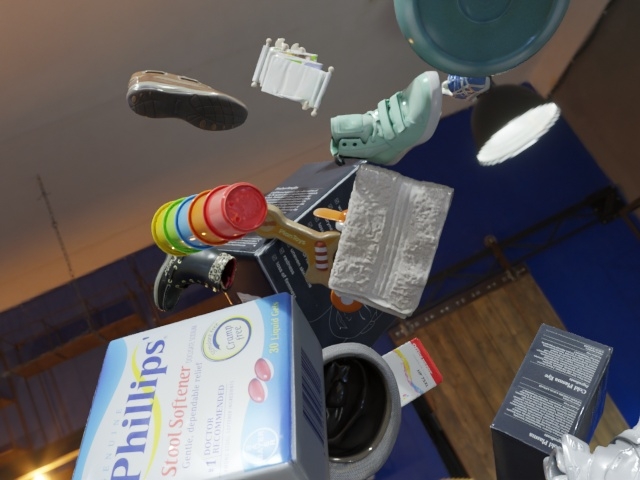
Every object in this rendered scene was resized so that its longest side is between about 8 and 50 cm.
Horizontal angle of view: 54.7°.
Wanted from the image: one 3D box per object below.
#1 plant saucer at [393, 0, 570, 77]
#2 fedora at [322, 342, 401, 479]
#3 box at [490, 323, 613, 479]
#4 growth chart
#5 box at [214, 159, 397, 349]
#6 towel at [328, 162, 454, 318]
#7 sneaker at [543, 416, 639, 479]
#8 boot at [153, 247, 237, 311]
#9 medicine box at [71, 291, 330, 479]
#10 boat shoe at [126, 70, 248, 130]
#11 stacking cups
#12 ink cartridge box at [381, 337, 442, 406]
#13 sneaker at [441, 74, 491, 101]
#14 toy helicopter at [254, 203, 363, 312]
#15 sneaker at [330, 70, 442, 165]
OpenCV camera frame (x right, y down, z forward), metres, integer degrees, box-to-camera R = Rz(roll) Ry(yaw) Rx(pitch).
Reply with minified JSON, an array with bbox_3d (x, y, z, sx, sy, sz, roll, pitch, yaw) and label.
[{"bbox_3d":[0.289,-0.440,1.094,0.317,0.317,0.044,-36,21,23],"label":"plant saucer"},{"bbox_3d":[0.039,0.347,1.292,0.243,0.276,0.124,5,-4,-11],"label":"fedora"},{"bbox_3d":[0.575,0.443,1.540,0.312,0.178,0.343,-53,-37,-27],"label":"box"},{"bbox_3d":[-0.080,-0.467,1.739,0.172,0.237,0.021,-64,-15,-1],"label":"growth chart"},{"bbox_3d":[-0.008,0.086,1.811,0.297,0.480,0.471,4,37,49],"label":"box"},{"bbox_3d":[0.127,0.006,1.177,0.049,0.187,0.282,-46,-29,-62],"label":"towel"},{"bbox_3d":[0.592,0.439,1.260,0.366,0.210,0.137,-46,-25,-38],"label":"sneaker"},{"bbox_3d":[-0.322,0.104,1.582,0.085,0.178,0.237,-4,-62,-63],"label":"boot"},{"bbox_3d":[-0.145,0.241,0.815,0.289,0.264,0.149,-16,-50,10],"label":"medicine box"},{"bbox_3d":[-0.343,-0.379,1.625,0.324,0.116,0.123,8,-43,-32],"label":"boat shoe"},{"bbox_3d":[-0.159,-0.034,0.905,0.096,0.096,0.316,-18,4,-31],"label":"stacking cups"},{"bbox_3d":[0.217,0.347,1.606,0.231,0.134,0.078,-24,-16,-28],"label":"ink cartridge box"},{"bbox_3d":[0.323,-0.354,1.360,0.081,0.080,0.211,1,-8,-1],"label":"sneaker"},{"bbox_3d":[0.000,0.000,1.507,0.235,0.355,0.140,-62,5,30],"label":"toy helicopter"},{"bbox_3d":[0.103,-0.205,1.080,0.151,0.094,0.256,0,-22,-20],"label":"sneaker"}]
